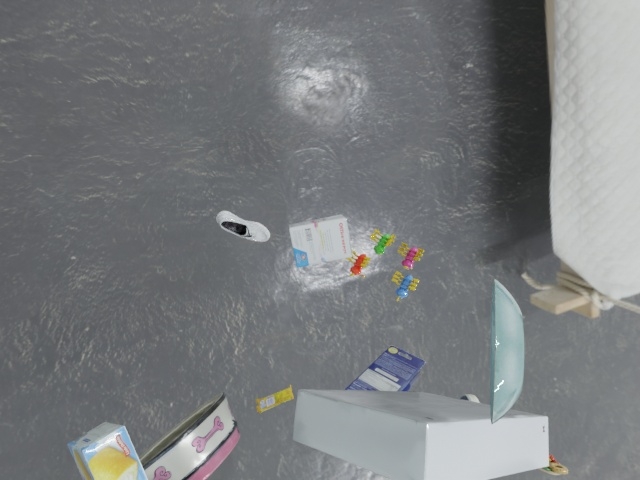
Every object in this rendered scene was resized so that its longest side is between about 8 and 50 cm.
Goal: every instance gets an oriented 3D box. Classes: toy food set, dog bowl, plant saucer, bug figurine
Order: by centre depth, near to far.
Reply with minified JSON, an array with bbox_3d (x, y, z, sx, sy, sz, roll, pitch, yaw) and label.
[{"bbox_3d":[0.252,0.148,0.573,0.038,0.195,0.194,1,105,20],"label":"plant saucer"},{"bbox_3d":[0.522,0.513,0.979,0.083,0.083,0.020,13,95,11],"label":"toy food set"},{"bbox_3d":[-0.435,0.681,1.346,0.408,0.408,0.150,-37,86,-7],"label":"dog bowl"},{"bbox_3d":[0.242,0.083,1.509,0.216,0.279,0.072,-55,149,-15],"label":"bug figurine"}]

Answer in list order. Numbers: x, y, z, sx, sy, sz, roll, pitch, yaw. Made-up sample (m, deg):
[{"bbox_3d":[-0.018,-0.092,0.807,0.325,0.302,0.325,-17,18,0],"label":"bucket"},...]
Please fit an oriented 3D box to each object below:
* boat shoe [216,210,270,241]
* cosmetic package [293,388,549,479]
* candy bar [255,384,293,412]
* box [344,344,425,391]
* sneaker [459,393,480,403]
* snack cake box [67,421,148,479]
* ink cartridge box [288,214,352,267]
[{"bbox_3d":[-0.233,-0.034,1.299,0.184,0.063,0.066,32,108,-34],"label":"boat shoe"},{"bbox_3d":[0.186,0.338,0.760,0.377,0.284,0.097,17,71,-37],"label":"cosmetic package"},{"bbox_3d":[-0.122,0.435,1.161,0.161,0.018,0.040,5,71,-58],"label":"candy bar"},{"bbox_3d":[0.196,0.409,1.244,0.225,0.136,0.036,-33,124,-34],"label":"box"},{"bbox_3d":[0.296,0.529,0.966,0.148,0.131,0.349,6,68,11],"label":"sneaker"},{"bbox_3d":[-0.432,0.534,0.904,0.089,0.152,0.264,-24,91,-44],"label":"snack cake box"},{"bbox_3d":[0.000,0.000,0.907,0.123,0.052,0.088,-11,103,-2],"label":"ink cartridge box"}]
